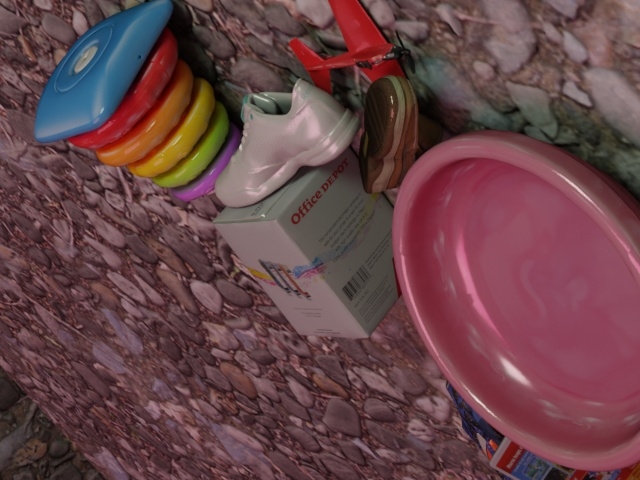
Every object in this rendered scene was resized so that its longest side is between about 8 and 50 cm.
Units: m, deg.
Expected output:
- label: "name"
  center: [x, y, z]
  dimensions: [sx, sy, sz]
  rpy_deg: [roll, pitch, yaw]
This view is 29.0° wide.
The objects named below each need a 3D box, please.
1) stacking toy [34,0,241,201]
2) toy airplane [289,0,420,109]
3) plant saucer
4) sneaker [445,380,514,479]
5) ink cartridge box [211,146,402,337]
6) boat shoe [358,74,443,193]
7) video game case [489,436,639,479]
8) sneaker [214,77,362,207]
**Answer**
- label: "stacking toy"
  center: [-0.148, -0.110, 1.373]
  dimensions: [0.302, 0.175, 0.166]
  rpy_deg: [39, 153, -30]
- label: "toy airplane"
  center: [0.028, -0.172, 1.157]
  dimensions: [0.151, 0.028, 0.151]
  rpy_deg: [29, 152, 17]
- label: "plant saucer"
  center: [0.206, 0.047, 1.126]
  dimensions: [0.332, 0.084, 0.332]
  rpy_deg: [35, 141, 35]
- label: "sneaker"
  center: [0.221, 0.230, 1.485]
  dimensions: [0.087, 0.083, 0.221]
  rpy_deg: [14, 136, 55]
- label: "ink cartridge box"
  center: [0.000, 0.000, 1.341]
  dimensions: [0.127, 0.128, 0.176]
  rpy_deg: [-1, 131, 52]
- label: "boat shoe"
  center: [0.079, -0.103, 1.162]
  dimensions: [0.190, 0.072, 0.068]
  rpy_deg: [103, 159, -73]
- label: "video game case"
  center: [0.342, 0.253, 1.328]
  dimensions: [0.285, 0.025, 0.204]
  rpy_deg: [28, 138, 8]
- label: "sneaker"
  center: [-0.054, -0.106, 1.261]
  dimensions: [0.094, 0.080, 0.212]
  rpy_deg: [42, 139, -19]
